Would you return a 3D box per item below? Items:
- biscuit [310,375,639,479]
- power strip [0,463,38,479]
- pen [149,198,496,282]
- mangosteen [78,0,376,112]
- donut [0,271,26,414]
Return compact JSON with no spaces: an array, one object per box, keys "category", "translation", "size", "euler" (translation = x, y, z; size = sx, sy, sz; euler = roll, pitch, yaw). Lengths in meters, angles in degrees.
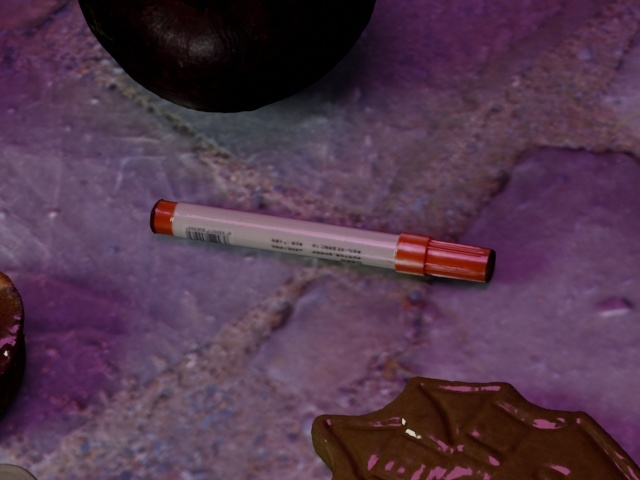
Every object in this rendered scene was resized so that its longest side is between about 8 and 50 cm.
[{"category":"biscuit","translation":[0.083,0.158,1.211],"size":[0.215,0.034,0.182],"euler":[25,57,23]},{"category":"power strip","translation":[-0.140,0.234,1.169],"size":[0.080,0.048,0.286],"euler":[-31,53,-19]},{"category":"pen","translation":[0.000,0.000,1.351],"size":[0.239,0.028,0.028],"euler":[8,53,13]},{"category":"mangosteen","translation":[-0.061,-0.208,1.428],"size":[0.228,0.228,0.265],"euler":[3,12,9]},{"category":"donut","translation":[-0.257,0.075,1.299],"size":[0.140,0.059,0.140],"euler":[-3,50,4]}]
